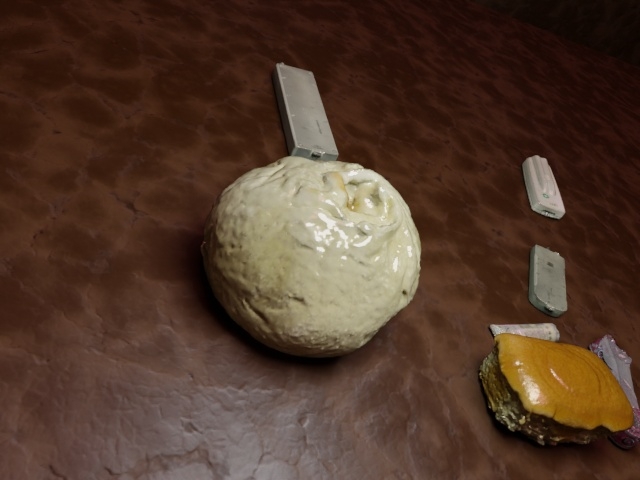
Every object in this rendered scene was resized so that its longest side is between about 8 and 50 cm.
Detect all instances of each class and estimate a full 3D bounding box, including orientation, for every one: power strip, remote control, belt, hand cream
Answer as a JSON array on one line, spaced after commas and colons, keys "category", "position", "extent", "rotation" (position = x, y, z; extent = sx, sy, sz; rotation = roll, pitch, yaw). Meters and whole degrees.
[{"category": "power strip", "position": [-0.043, -0.309, 1.261], "extent": [0.106, 0.043, 0.367], "rotation": [8, 46, -24]}, {"category": "remote control", "position": [0.620, -0.154, 1.479], "extent": [0.090, 0.049, 0.230], "rotation": [19, 44, -8]}, {"category": "belt", "position": [0.568, 0.284, 1.012], "extent": [0.071, 0.053, 0.232], "rotation": [20, 41, 0]}, {"category": "power strip", "position": [0.510, 0.084, 1.195], "extent": [0.080, 0.029, 0.227], "rotation": [28, 42, 1]}, {"category": "hand cream", "position": [0.397, 0.187, 1.029], "extent": [0.143, 0.039, 0.061], "rotation": [-1, 56, -18]}]

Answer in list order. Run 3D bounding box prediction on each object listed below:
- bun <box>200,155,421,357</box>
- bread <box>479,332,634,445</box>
[{"category": "bun", "position": [0.000, 0.000, 0.840], "extent": [0.353, 0.227, 0.349], "rotation": [23, 43, -5]}, {"category": "bread", "position": [0.394, 0.250, 0.895], "extent": [0.246, 0.121, 0.174], "rotation": [13, 45, -15]}]
